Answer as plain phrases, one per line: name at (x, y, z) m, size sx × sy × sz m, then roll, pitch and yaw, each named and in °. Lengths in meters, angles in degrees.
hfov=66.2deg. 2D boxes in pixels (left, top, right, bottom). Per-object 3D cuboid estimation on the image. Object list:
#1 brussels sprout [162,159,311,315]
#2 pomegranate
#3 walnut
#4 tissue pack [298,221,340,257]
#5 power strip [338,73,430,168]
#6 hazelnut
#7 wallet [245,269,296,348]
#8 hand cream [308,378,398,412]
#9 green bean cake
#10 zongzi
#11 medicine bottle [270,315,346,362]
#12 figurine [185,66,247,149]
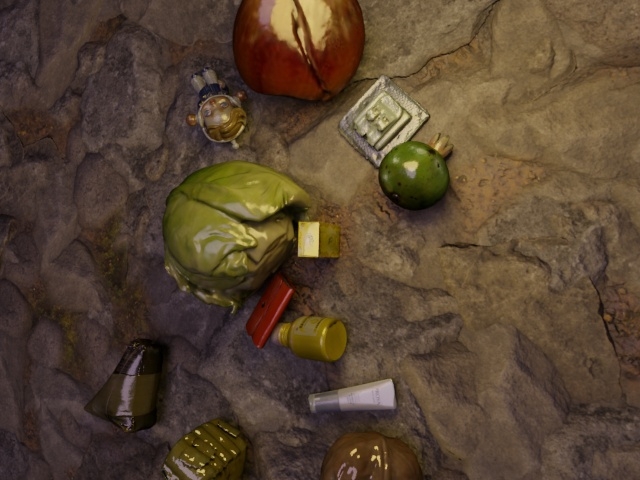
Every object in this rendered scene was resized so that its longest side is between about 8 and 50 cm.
brussels sprout at (-0.261, -0.043, 1.372) m, size 0.361 × 0.342 × 0.425 m, roll 37°, pitch 90°, yaw 13°
pomegranate at (0.260, -0.187, 1.278) m, size 0.187 × 0.187 × 0.225 m, roll 40°, pitch 72°, yaw 18°
walnut at (0.127, 0.617, 1.254) m, size 0.273 × 0.227 × 0.273 m, roll 1°, pitch 92°, yaw 20°
tissue pack at (0.000, 0.000, 1.358) m, size 0.062 × 0.176 × 0.095 m, roll 1°, pitch 88°, yaw 20°
power strip at (0.165, -0.336, 1.368) m, size 0.198 × 0.064 × 0.213 m, roll 45°, pitch 102°, yaw 15°
hazelnut at (-0.062, -0.544, 1.318) m, size 0.372 × 0.372 × 0.315 m, roll -26°, pitch 58°, yaw 19°
wallet at (-0.149, 0.198, 1.444) m, size 0.204 × 0.045 × 0.142 m, roll -60°, pitch 27°, yaw 8°
hand cream at (0.091, 0.442, 1.371) m, size 0.255 × 0.048 × 0.079 m, roll -14°, pitch 81°, yaw 20°
green bean cake at (-0.351, 0.707, 1.410) m, size 0.202 × 0.285 × 0.310 m, roll 30°, pitch 100°, yaw 15°
zongzi at (-0.669, 0.457, 1.625) m, size 0.318 × 0.154 × 0.289 m, roll 4°, pitch 81°, yaw 27°
medicine bottle at (-0.043, 0.274, 1.394) m, size 0.213 × 0.122 × 0.121 m, roll -1°, pitch 87°, yaw 36°
figurine at (-0.335, -0.415, 1.541) m, size 0.274 × 0.133 × 0.194 m, roll 40°, pitch 79°, yaw 24°
